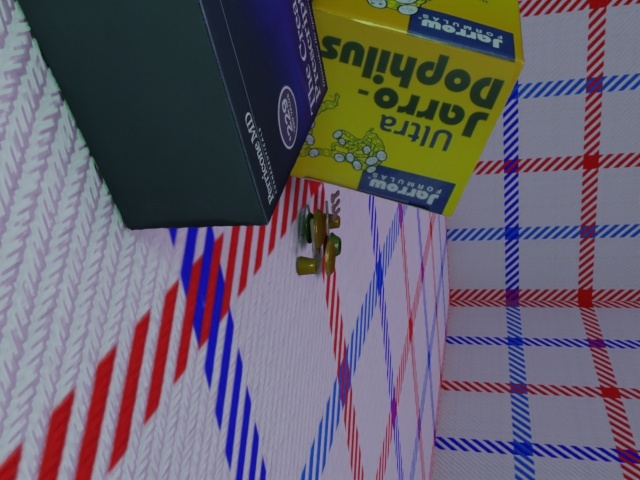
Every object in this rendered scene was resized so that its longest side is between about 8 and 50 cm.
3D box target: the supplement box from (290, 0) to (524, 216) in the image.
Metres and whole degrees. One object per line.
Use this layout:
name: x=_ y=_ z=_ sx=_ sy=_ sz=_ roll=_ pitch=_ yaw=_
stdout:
supplement box: x=0.095 y=-0.232 z=0.689 sx=0.195 sy=0.194 sz=0.356 roll=104 pitch=0 yaw=-47

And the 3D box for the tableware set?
tableware set: x=0.000 y=0.000 z=0.756 sx=0.154 sy=0.024 sz=0.104 roll=-54 pitch=143 yaw=-66

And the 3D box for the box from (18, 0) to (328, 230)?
box: x=-0.080 y=-0.163 z=0.348 sx=0.184 sy=0.103 sz=0.261 roll=-69 pitch=153 yaw=-47
